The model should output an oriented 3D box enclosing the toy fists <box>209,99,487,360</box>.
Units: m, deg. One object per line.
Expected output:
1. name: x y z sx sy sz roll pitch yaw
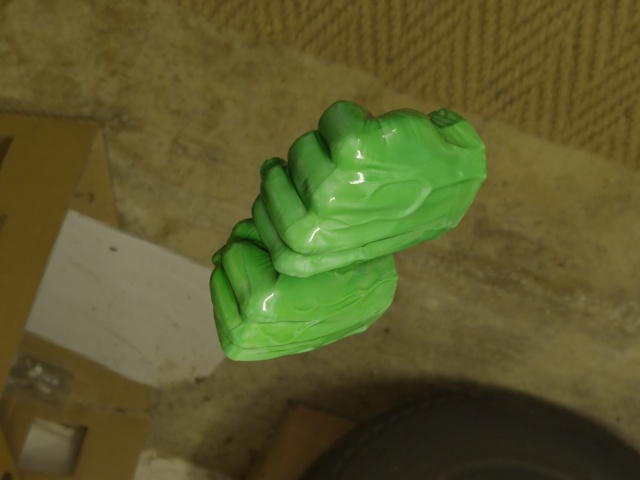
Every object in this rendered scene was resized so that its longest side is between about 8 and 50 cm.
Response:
1. toy fists: 0.000 0.000 0.781 0.142 0.096 0.279 -16 156 -34
